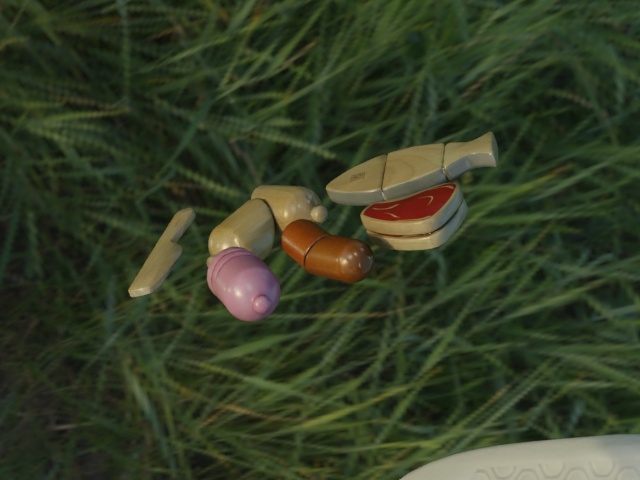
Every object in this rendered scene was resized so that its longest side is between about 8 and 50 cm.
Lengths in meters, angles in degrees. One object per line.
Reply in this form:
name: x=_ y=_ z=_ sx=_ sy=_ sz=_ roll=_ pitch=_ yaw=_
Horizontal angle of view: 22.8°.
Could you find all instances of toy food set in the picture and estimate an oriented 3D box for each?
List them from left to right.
toy food set: x=0.000 y=0.000 z=0.536 sx=0.078 sy=0.122 sz=0.019 roll=-65 pitch=138 yaw=-56

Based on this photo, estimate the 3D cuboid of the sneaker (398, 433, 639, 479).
sneaker: x=0.164 y=0.107 z=0.400 sx=0.147 sy=0.295 sz=0.105 roll=36 pitch=58 yaw=-49
